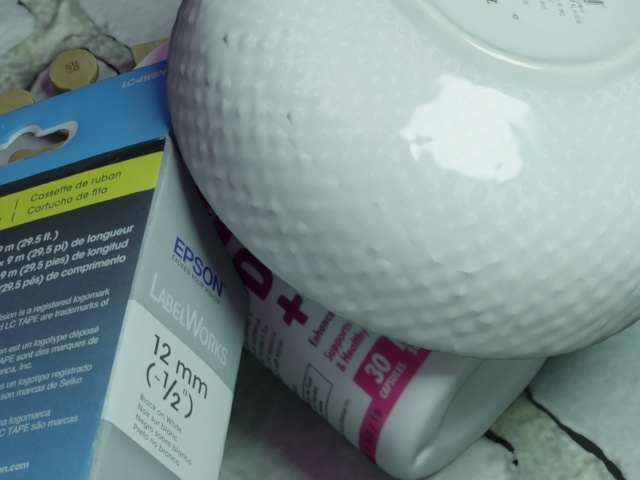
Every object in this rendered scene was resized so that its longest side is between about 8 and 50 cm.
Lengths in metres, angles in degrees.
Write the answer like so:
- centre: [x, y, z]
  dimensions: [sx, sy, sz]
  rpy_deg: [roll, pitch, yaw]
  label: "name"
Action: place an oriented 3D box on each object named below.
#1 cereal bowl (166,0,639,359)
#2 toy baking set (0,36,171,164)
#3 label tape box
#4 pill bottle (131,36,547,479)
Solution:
- centre: [0.088, -0.109, 1.109]
  dimensions: [0.339, 0.141, 0.339]
  rpy_deg: [10, 49, -12]
  label: "cereal bowl"
- centre: [-0.141, -0.038, 1.346]
  dimensions: [0.196, 0.030, 0.256]
  rpy_deg: [1, 58, 12]
  label: "toy baking set"
- centre: [-0.174, 0.081, 1.129]
  dimensions: [0.249, 0.115, 0.348]
  rpy_deg: [-15, 46, 29]
  label: "label tape box"
- centre: [0.000, 0.000, 1.204]
  dimensions: [0.283, 0.160, 0.160]
  rpy_deg: [40, 70, 21]
  label: "pill bottle"
